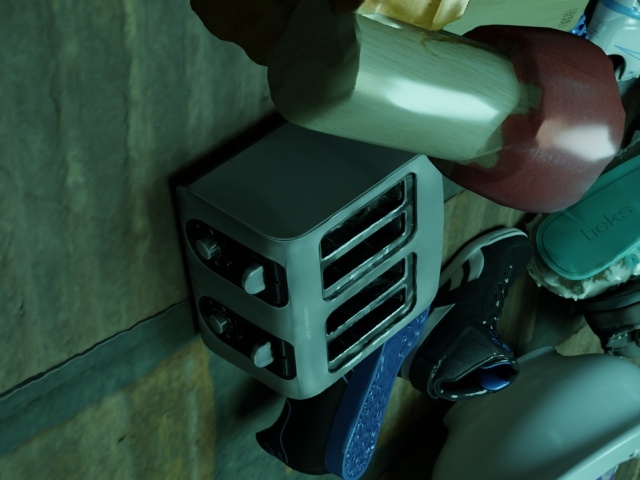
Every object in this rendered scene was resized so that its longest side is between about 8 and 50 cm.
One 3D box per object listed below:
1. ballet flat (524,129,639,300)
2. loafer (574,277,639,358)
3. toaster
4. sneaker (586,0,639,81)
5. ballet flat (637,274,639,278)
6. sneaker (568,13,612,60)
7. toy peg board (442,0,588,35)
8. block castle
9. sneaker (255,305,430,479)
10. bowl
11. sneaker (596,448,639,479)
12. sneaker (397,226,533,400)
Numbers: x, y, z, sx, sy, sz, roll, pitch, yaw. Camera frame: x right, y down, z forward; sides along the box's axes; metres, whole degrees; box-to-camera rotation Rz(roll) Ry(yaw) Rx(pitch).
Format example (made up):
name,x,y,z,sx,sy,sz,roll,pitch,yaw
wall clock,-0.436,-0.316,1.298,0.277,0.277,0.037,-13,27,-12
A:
name,x,y,z,sx,sy,sz,roll,pitch,yaw
ballet flat,0.384,-0.074,1.251,0.409,0.147,0.147,-31,147,9
loafer,0.329,0.085,1.317,0.096,0.084,0.267,-20,176,4
toaster,0.000,0.000,0.905,0.186,0.110,0.168,-35,142,-29
sneaker,0.299,-0.181,1.181,0.191,0.071,0.083,15,112,-47
ballet flat,0.385,-0.045,1.393,0.073,0.080,0.232,-51,149,-29
sneaker,0.216,-0.171,1.056,0.058,0.085,0.152,-19,132,-43
toy peg board,0.139,-0.225,0.928,0.161,0.079,0.160,-20,149,-32
block castle,0.081,-0.271,0.570,0.213,0.303,0.453,7,114,-43
sneaker,0.024,0.085,1.048,0.232,0.090,0.081,-65,152,-27
bowl,0.220,0.202,1.298,0.298,0.134,0.298,-31,161,-12
sneaker,0.352,0.249,1.596,0.236,0.095,0.104,-29,132,-42
sneaker,0.152,0.077,1.155,0.217,0.121,0.079,-34,142,-30
